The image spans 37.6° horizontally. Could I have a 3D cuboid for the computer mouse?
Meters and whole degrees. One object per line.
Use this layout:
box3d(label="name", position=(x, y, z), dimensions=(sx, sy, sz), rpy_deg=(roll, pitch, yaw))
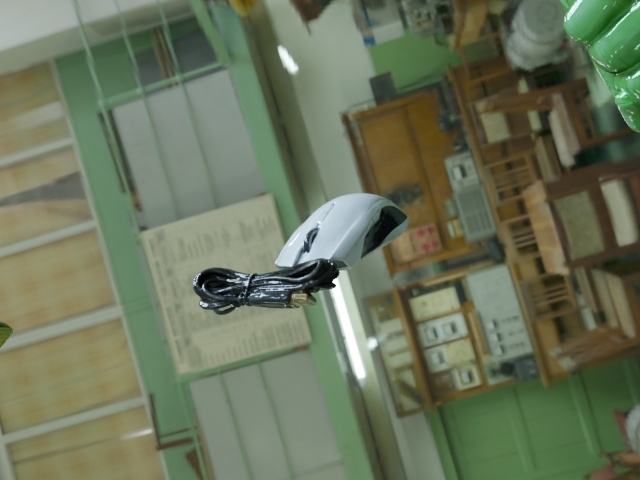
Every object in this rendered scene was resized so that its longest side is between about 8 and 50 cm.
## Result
box3d(label="computer mouse", position=(0.000, 0.000, 0.698), dimensions=(0.193, 0.106, 0.042), rpy_deg=(-35, -68, -53))

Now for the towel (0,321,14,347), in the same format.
box3d(label="towel", position=(-0.206, 0.120, 0.333), dimensions=(0.021, 0.237, 0.102), rpy_deg=(37, 177, 6))

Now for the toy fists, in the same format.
box3d(label="toy fists", position=(0.283, -0.111, 0.732), dimensions=(0.279, 0.096, 0.142), rpy_deg=(44, -163, -24))
